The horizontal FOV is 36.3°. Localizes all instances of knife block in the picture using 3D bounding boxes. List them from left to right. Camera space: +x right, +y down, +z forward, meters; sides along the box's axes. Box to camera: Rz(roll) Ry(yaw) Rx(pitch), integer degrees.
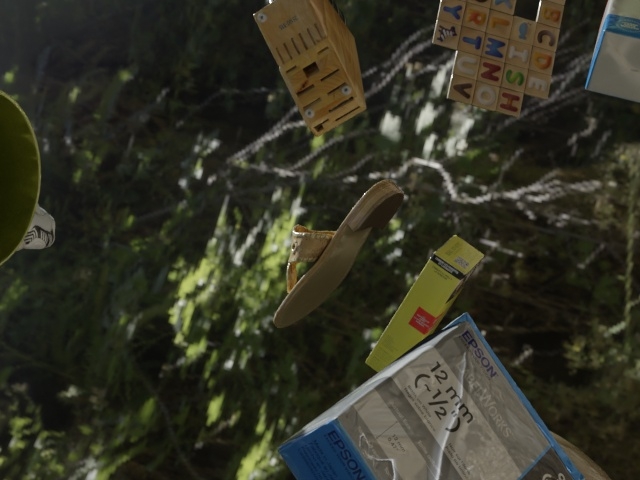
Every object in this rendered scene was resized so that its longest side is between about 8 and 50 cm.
[{"bbox_3d":[0.005,-0.290,1.496,0.275,0.088,0.242,64,-161,9],"label":"knife block"}]

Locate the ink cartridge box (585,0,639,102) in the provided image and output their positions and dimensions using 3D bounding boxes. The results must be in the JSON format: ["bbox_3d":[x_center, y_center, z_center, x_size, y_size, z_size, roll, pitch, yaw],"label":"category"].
[{"bbox_3d":[0.392,-0.240,1.126,0.231,0.134,0.078,-61,-17,-50],"label":"ink cartridge box"}]

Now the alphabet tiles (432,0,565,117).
[{"bbox_3d":[0.274,-0.317,1.515,0.009,0.198,0.237,150,132,-77],"label":"alphabet tiles"}]

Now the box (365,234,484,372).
[{"bbox_3d":[0.154,0.104,1.464,0.087,0.058,0.232,-34,-23,-56],"label":"box"}]

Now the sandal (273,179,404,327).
[{"bbox_3d":[0.004,0.000,1.221,0.240,0.079,0.088,-50,-26,23],"label":"sandal"}]

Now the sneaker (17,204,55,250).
[{"bbox_3d":[-0.572,-0.093,1.788,0.366,0.138,0.210,-25,-54,-82],"label":"sneaker"}]

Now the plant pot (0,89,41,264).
[{"bbox_3d":[-0.624,-0.102,1.462,0.275,0.294,0.274,7,-90,-70],"label":"plant pot"}]

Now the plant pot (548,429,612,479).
[{"bbox_3d":[0.276,0.378,1.490,0.284,0.191,0.284,-35,-10,-7],"label":"plant pot"}]

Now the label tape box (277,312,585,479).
[{"bbox_3d":[0.159,0.225,1.026,0.348,0.249,0.115,-28,-8,-42],"label":"label tape box"}]
